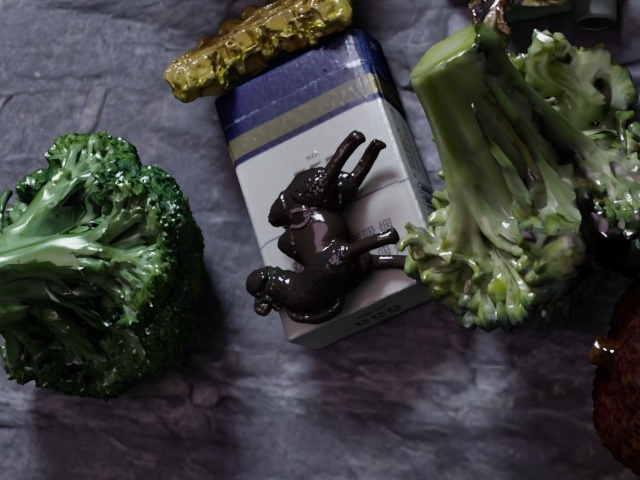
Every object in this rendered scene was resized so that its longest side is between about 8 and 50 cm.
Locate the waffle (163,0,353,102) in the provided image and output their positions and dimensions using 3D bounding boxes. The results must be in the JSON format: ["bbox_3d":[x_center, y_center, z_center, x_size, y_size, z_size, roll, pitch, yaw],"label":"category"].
[{"bbox_3d":[-0.054,-0.189,1.491,0.194,0.149,0.051,-21,113,16],"label":"waffle"}]

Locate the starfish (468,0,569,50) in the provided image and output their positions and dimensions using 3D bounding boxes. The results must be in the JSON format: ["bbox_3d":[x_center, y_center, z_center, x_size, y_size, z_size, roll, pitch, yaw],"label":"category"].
[{"bbox_3d":[0.169,-0.253,1.401,0.238,0.071,0.216,13,61,48],"label":"starfish"}]

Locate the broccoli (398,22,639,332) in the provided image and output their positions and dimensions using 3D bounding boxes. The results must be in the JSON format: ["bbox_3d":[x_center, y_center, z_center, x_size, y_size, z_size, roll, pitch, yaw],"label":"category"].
[{"bbox_3d":[0.171,-0.069,1.267,0.263,0.243,0.247,-43,28,-11],"label":"broccoli"}]

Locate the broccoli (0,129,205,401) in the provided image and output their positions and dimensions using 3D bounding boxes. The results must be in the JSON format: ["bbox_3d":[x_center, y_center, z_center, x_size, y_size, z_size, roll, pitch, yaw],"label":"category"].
[{"bbox_3d":[-0.228,0.029,1.476,0.269,0.242,0.261,26,112,57],"label":"broccoli"}]

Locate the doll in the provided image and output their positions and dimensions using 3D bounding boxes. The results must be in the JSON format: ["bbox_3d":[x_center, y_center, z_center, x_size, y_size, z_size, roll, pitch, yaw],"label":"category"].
[{"bbox_3d":[0.000,0.000,1.379,0.165,0.057,0.139,-27,73,23],"label":"doll"}]

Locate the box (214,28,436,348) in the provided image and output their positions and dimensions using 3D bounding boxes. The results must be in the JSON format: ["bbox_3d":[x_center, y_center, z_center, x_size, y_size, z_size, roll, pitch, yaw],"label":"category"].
[{"bbox_3d":[0.013,-0.048,1.452,0.168,0.071,0.259,-24,68,19],"label":"box"}]

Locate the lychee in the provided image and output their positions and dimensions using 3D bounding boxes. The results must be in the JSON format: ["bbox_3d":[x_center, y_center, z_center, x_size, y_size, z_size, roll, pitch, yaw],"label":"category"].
[{"bbox_3d":[0.298,0.104,1.219,0.194,0.194,0.194,-6,76,25],"label":"lychee"}]

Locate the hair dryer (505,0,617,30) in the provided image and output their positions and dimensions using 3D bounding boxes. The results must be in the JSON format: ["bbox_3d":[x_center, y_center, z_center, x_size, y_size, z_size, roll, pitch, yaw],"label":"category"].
[{"bbox_3d":[0.208,-0.218,1.420,0.124,0.038,0.063,-6,74,33],"label":"hair dryer"}]
